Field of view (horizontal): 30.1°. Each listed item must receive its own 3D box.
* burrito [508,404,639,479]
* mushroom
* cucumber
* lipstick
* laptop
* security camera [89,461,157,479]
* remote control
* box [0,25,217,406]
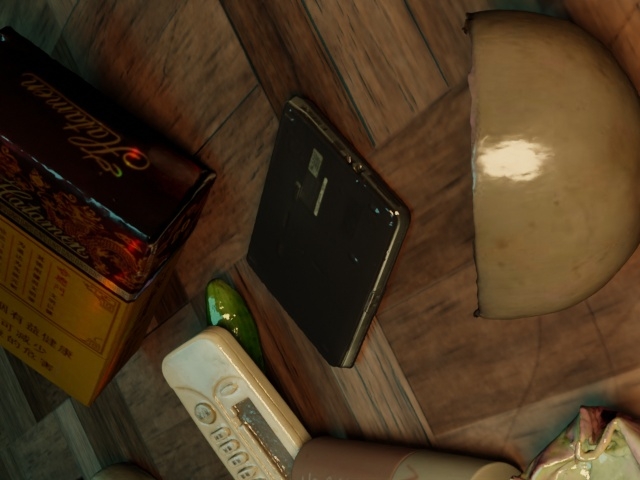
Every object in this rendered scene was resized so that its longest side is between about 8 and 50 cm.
[{"bbox_3d":[0.223,0.199,0.724,0.229,0.089,0.144,48,131,28],"label":"burrito"},{"bbox_3d":[0.132,-0.037,0.684,0.117,0.141,0.188,10,130,16],"label":"mushroom"},{"bbox_3d":[-0.076,0.154,1.197,0.056,0.056,0.250,22,126,51],"label":"cucumber"},{"bbox_3d":[0.067,0.206,0.985,0.254,0.070,0.070,-8,103,59],"label":"lipstick"},{"bbox_3d":[0.000,0.000,0.998,0.154,0.026,0.207,51,146,27],"label":"laptop"},{"bbox_3d":[-0.230,0.446,1.614,0.157,0.080,0.302,9,120,55],"label":"security camera"},{"bbox_3d":[-0.058,0.186,1.140,0.090,0.049,0.230,-33,94,29],"label":"remote control"},{"bbox_3d":[-0.286,-0.006,1.267,0.264,0.116,0.415,36,145,4],"label":"box"}]
